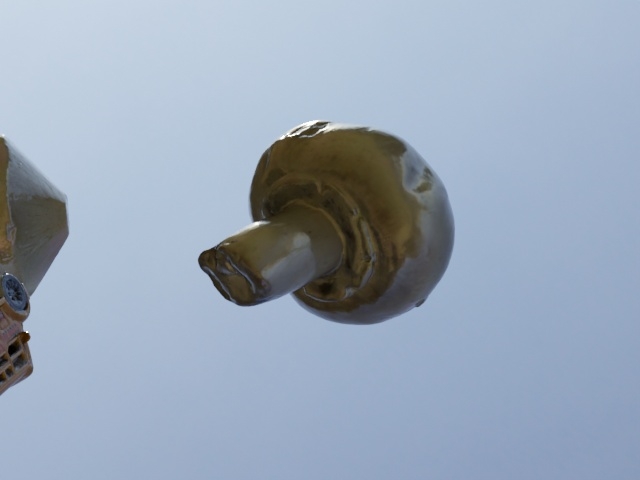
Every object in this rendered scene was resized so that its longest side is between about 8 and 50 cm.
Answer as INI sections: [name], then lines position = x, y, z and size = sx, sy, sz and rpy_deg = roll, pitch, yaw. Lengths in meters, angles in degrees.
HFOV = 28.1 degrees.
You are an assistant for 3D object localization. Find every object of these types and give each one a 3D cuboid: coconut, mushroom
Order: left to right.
[coconut]
position = -0.442, -0.023, 1.675
size = 0.237, 0.237, 0.197
rpy_deg = -42, -149, 8
[mushroom]
position = 0.000, 0.000, 1.732
size = 0.314, 0.314, 0.336
rpy_deg = 10, -150, 43

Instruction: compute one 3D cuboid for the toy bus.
[toy bus]
position = -0.243, 0.081, 0.852
size = 0.070, 0.074, 0.162
rpy_deg = -24, -171, 14
